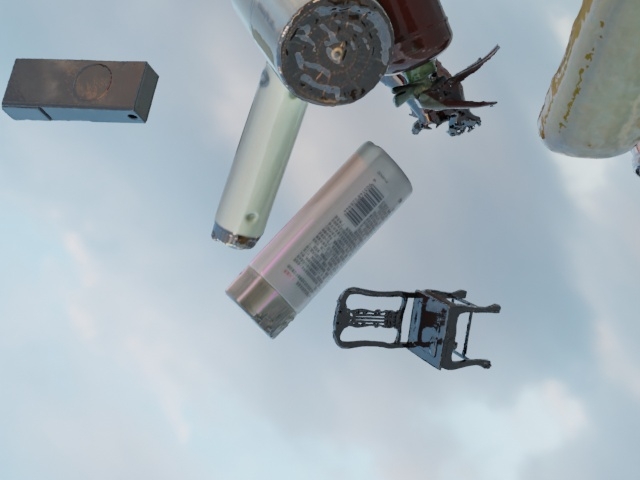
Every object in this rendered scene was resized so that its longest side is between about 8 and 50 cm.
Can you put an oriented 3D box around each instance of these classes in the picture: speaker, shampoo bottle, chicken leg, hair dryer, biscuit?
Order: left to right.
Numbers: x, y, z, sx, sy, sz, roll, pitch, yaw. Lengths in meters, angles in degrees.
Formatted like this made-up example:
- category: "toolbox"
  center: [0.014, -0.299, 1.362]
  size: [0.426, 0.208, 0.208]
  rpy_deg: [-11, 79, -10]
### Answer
- category: "speaker"
  center: [-0.337, -0.208, 2.017]
  size: [0.044, 0.218, 0.082]
  rpy_deg: [50, -131, -58]
- category: "hair dryer"
  center: [-0.049, -0.134, 1.548]
  size: [0.128, 0.362, 0.203]
  rpy_deg: [8, -152, -25]
- category: "shampoo bottle"
  center: [0.000, 0.000, 1.550]
  size: [0.056, 0.227, 0.086]
  rpy_deg: [37, 171, 47]
- category: "chicken leg"
  center: [0.114, -0.217, 1.934]
  size: [0.234, 0.063, 0.105]
  rpy_deg: [42, -127, 6]
- category: "biscuit"
  center: [0.305, -0.155, 1.104]
  size: [0.291, 0.236, 0.062]
  rpy_deg: [104, 163, -57]

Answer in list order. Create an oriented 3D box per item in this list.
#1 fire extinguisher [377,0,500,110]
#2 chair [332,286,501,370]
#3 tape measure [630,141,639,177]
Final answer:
- category: "fire extinguisher"
  center: [0.095, -0.287, 1.624]
  size: [0.106, 0.147, 0.337]
  rpy_deg: [-119, 4, -78]
- category: "chair"
  center: [0.146, 0.134, 2.215]
  size: [0.229, 0.106, 0.113]
  rpy_deg: [1, -167, -28]
- category: "tape measure"
  center: [0.462, -0.098, 1.805]
  size: [0.236, 0.120, 0.197]
  rpy_deg: [33, -143, -32]
